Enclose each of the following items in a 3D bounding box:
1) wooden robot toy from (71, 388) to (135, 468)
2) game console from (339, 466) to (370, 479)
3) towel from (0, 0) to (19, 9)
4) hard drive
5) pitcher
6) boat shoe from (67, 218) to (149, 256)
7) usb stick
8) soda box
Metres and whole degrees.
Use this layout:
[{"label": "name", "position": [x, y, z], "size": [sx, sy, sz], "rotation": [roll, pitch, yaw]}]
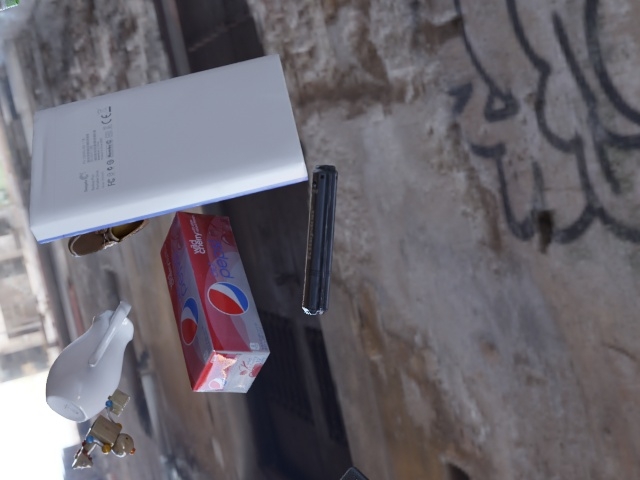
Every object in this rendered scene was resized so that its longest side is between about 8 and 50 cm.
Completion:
[{"label": "wooden robot toy", "position": [-0.329, 0.315, 1.549], "size": [0.079, 0.076, 0.173], "rotation": [30, -154, -6]}, {"label": "game console", "position": [0.054, 0.392, 1.377], "size": [0.107, 0.071, 0.122], "rotation": [-50, -163, -8]}, {"label": "towel", "position": [-0.617, -0.487, 1.847], "size": [0.152, 0.113, 0.023], "rotation": [1, -168, 39]}, {"label": "hard drive", "position": [-0.188, -0.117, 1.189], "size": [0.319, 0.040, 0.210], "rotation": [-13, -132, 0]}, {"label": "pitcher", "position": [-0.417, 0.218, 1.816], "size": [0.177, 0.126, 0.207], "rotation": [-55, -172, 53]}, {"label": "boat shoe", "position": [-0.428, -0.019, 1.980], "size": [0.178, 0.064, 0.060], "rotation": [-26, -162, -4]}, {"label": "usb stick", "position": [0.000, 0.000, 1.811], "size": [0.045, 0.277, 0.077], "rotation": [4, -179, -12]}, {"label": "soda box", "position": [-0.152, 0.081, 1.366], "size": [0.084, 0.092, 0.263], "rotation": [6, -138, -28]}]
